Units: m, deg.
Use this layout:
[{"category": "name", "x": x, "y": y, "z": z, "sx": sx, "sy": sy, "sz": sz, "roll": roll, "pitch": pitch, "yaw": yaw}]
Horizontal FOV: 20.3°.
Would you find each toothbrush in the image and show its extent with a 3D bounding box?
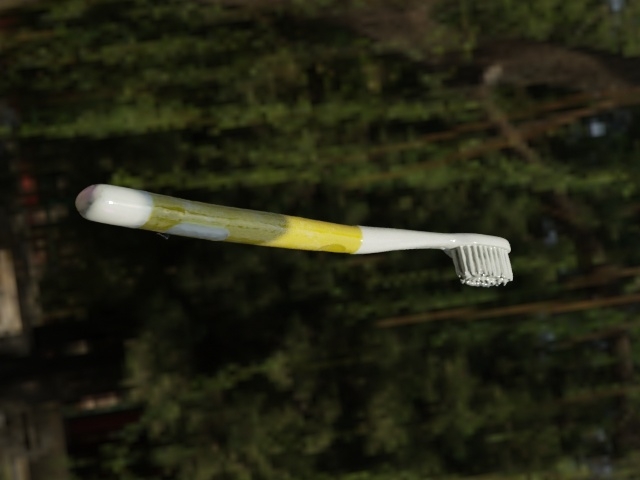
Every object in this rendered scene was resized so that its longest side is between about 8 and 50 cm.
[{"category": "toothbrush", "x": 0.000, "y": 0.000, "z": 0.864, "sx": 0.021, "sy": 0.288, "sz": 0.024, "roll": -30, "pitch": -115, "yaw": 39}]
